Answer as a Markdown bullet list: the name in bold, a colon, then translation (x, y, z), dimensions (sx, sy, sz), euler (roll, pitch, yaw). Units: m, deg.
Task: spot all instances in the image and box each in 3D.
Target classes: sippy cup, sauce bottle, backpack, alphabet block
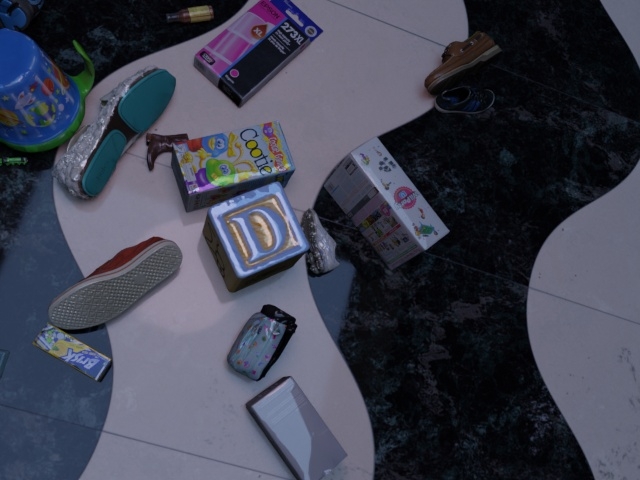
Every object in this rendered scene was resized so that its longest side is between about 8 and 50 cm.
- **sippy cup**: translation (-0.698, -0.357, 1.478), dimensions (0.240, 0.224, 0.305), euler (20, 71, 7)
- **sauce bottle**: translation (-0.361, -0.623, 1.759), dimensions (0.128, 0.042, 0.042), euler (-13, 79, -19)
- **backpack**: translation (-0.143, 0.246, 1.546), dimensions (0.115, 0.152, 0.182), euler (31, 82, 0)
- **alphabet block**: translation (-0.164, -0.004, 1.566), dimensions (0.194, 0.197, 0.192), euler (-21, 83, -19)

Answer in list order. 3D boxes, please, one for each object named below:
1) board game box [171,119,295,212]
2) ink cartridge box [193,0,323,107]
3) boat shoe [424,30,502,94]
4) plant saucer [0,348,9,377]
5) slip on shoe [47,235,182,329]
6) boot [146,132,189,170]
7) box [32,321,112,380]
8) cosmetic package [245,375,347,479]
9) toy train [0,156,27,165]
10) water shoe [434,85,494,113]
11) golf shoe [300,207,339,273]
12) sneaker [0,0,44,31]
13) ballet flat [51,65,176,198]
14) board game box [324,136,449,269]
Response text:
- **board game box**: translation (-0.226, -0.189, 1.627), dimensions (0.275, 0.144, 0.142), euler (-16, 80, -19)
- **ink cartridge box**: translation (-0.164, -0.553, 1.785), dimensions (0.176, 0.069, 0.371), euler (43, 67, -1)
- **boat shoe**: translation (0.407, -0.535, 1.912), dimensions (0.307, 0.110, 0.104), euler (-32, 82, -30)
- **plant saucer**: translation (-0.806, 0.258, 1.424), dimensions (0.192, 0.018, 0.067), euler (16, 73, -11)
- **slip on shoe**: translation (-0.486, 0.097, 1.509), dimensions (0.331, 0.101, 0.123), euler (-35, 126, -21)
- **boot**: translation (-0.392, -0.231, 1.654), dimensions (0.114, 0.037, 0.106), euler (0, 78, -19)
- **box**: translation (-0.568, 0.259, 1.466), dimensions (0.169, 0.054, 0.059), euler (32, 70, -4)
- **cosmetic package**: translation (-0.059, 0.456, 1.526), dimensions (0.127, 0.107, 0.238), euler (-33, 89, -20)
- **toy train**: translation (-0.759, -0.194, 1.551), dimensions (0.083, 0.024, 0.017), euler (-6, 77, -16)
- **water shoe**: translation (0.441, -0.421, 1.896), dimensions (0.203, 0.080, 0.072), euler (-12, 80, -17)
- **golf shoe**: translation (0.000, 0.000, 1.690), dimensions (0.086, 0.069, 0.176), euler (-5, 79, -37)
- **sneaker**: translation (-0.874, -0.631, 1.606), dimensions (0.341, 0.125, 0.139), euler (21, 44, -6)
- **ballet flat**: translation (-0.526, -0.290, 1.589), dimensions (0.147, 0.147, 0.408), euler (32, 69, -5)
- **board game box**: translation (0.164, -0.088, 1.662), dimensions (0.098, 0.224, 0.303), euler (-36, 87, -23)
